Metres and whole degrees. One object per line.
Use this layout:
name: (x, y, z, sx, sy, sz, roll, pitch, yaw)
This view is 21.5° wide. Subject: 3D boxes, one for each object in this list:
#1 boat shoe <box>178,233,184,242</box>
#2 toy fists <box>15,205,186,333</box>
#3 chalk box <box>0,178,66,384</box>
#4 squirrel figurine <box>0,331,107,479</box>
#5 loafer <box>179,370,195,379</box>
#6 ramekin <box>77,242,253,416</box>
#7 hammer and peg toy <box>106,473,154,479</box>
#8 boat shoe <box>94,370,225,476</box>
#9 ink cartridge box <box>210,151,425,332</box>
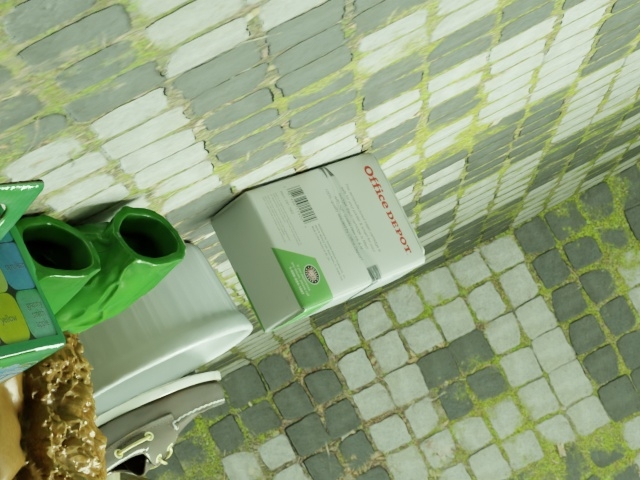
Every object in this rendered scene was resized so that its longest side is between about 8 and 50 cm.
boat shoe: (-0.209, 0.017, 1.893, 0.043, 0.049, 0.137, -30, 170, 41)
toy fists: (-0.263, 0.035, 1.685, 0.142, 0.096, 0.279, -42, 165, 25)
chalk box: (-0.322, 0.046, 1.241, 0.289, 0.179, 0.180, -30, 171, 22)
squirrel figurine: (-0.350, 0.251, 1.752, 0.281, 0.370, 0.397, -34, 169, 40)
loafer: (-0.305, 0.171, 2.372, 0.130, 0.134, 0.366, -9, 173, 29)
ramekin: (-0.235, 0.114, 2.112, 0.277, 0.135, 0.277, -26, 172, -4)
hammer and peg toy: (-0.387, 0.299, 2.367, 0.265, 0.127, 0.361, -2, 176, 32)
boat shoe: (-0.248, 0.257, 2.135, 0.324, 0.097, 0.116, -21, 170, -36)
ink cartridge box: (0.000, 0.000, 2.066, 0.219, 0.160, 0.092, -19, 170, -42)
